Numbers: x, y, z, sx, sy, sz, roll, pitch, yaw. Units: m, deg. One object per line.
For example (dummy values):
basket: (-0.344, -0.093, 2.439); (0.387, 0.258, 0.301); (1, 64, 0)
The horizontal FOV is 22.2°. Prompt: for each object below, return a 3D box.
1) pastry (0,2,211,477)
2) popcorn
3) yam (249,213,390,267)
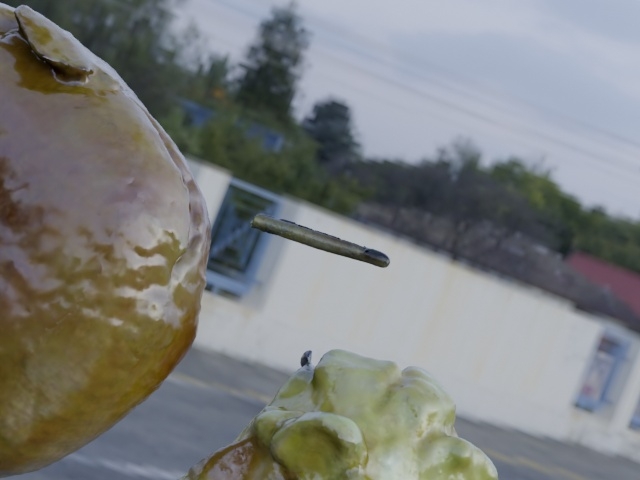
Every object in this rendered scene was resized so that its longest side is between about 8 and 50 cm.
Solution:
pastry: (-0.247, -0.003, 1.133); (0.356, 0.356, 0.164); (22, -10, 10)
popcorn: (-0.001, 0.216, 1.260); (0.252, 0.286, 0.215); (21, 26, -47)
yam: (0.000, 0.000, 1.195); (0.107, 0.014, 0.014); (17, 0, -1)
